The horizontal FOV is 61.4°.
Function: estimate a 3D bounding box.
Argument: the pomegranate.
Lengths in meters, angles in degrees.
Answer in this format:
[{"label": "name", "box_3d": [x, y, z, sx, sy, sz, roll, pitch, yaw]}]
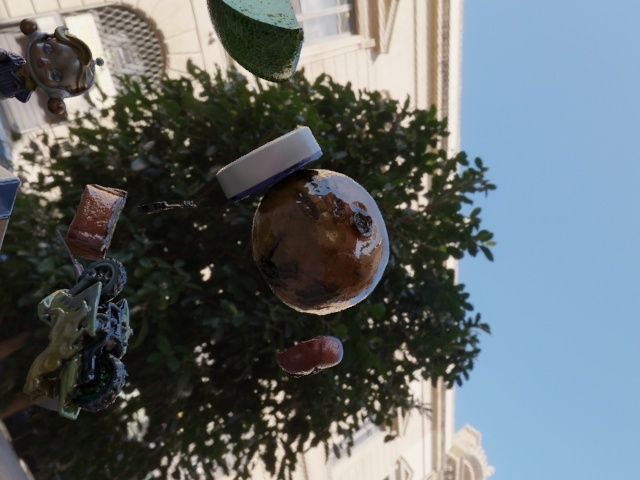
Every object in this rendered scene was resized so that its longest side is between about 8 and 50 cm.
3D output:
[{"label": "pomegranate", "box_3d": [0.000, 0.000, 1.186, 0.322, 0.322, 0.322, 36, -40, 38]}]

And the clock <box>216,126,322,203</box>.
[{"label": "clock", "box_3d": [-0.113, -0.166, 1.177, 0.230, 0.230, 0.083, -12, -69, 59]}]

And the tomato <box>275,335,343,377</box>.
[{"label": "tomato", "box_3d": [-0.024, 0.394, 1.778, 0.228, 0.228, 0.101, -52, -129, 57]}]

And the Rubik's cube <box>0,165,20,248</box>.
[{"label": "Rubik's cube", "box_3d": [-1.050, -0.074, 1.353, 0.347, 0.344, 0.346, 31, -71, 10]}]

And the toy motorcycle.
[{"label": "toy motorcycle", "box_3d": [-0.569, 0.229, 1.286, 0.169, 0.237, 0.410, 54, 13, -48]}]

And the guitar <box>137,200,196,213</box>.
[{"label": "guitar", "box_3d": [-0.581, -0.130, 2.047, 0.271, 0.084, 0.038, -5, -84, 30]}]

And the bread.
[{"label": "bread", "box_3d": [-0.657, -0.059, 1.585, 0.190, 0.123, 0.244, 131, -28, -54]}]

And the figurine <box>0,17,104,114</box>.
[{"label": "figurine", "box_3d": [-0.626, -0.358, 1.185, 0.194, 0.274, 0.133, 52, -2, -11]}]

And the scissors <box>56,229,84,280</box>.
[{"label": "scissors", "box_3d": [-0.664, 0.051, 1.445, 0.100, 0.015, 0.189, -130, -158, -52]}]

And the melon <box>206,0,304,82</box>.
[{"label": "melon", "box_3d": [-0.180, -0.615, 1.659, 0.331, 0.226, 0.343, 21, -26, 7]}]
